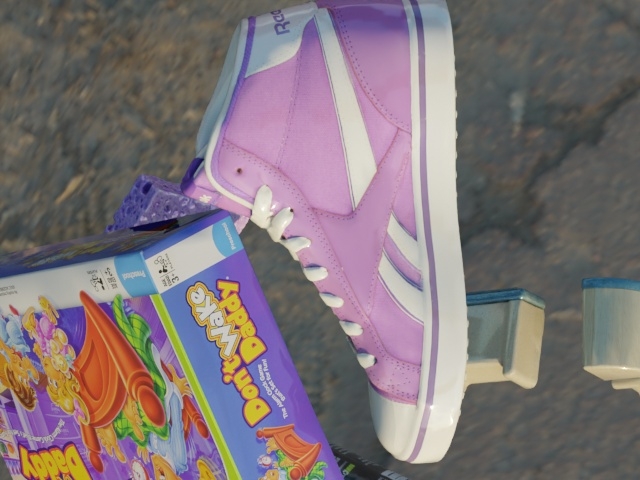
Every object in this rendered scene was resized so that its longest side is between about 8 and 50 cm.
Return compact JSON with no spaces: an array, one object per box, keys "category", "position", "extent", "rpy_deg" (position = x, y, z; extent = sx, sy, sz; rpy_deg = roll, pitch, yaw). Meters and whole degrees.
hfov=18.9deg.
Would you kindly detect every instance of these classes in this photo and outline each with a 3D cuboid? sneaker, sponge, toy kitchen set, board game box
[{"category":"sneaker","position":[0.000,0.000,1.134],"extent":[0.161,0.102,0.282],"rpy_deg":[-6,100,-10]},{"category":"sponge","position":[-0.159,0.045,1.625],"extent":[0.117,0.210,0.031],"rpy_deg":[17,22,-50]},{"category":"toy kitchen set","position":[0.195,0.063,1.437],"extent":[0.207,0.166,0.122],"rpy_deg":[29,59,-55]},{"category":"board game box","position":[-0.142,0.113,1.423],"extent":[0.078,0.347,0.233],"rpy_deg":[-29,100,-34]}]

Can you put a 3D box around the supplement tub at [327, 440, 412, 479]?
[{"category":"supplement tub","position":[0.039,0.227,1.483],"extent":[0.198,0.106,0.106],"rpy_deg":[24,64,20]}]
